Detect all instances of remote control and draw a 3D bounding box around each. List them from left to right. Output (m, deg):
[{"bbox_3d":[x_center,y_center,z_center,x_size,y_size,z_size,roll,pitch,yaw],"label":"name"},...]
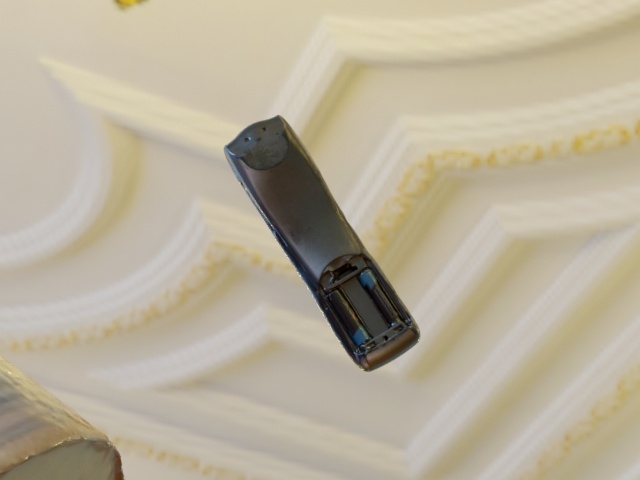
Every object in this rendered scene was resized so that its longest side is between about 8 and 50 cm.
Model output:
[{"bbox_3d":[0.000,0.000,1.250,0.059,0.212,0.028,-32,-14,-5],"label":"remote control"}]

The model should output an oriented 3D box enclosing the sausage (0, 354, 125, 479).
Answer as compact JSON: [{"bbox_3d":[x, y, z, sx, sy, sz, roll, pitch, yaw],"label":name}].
[{"bbox_3d":[-0.275,0.105,0.807,0.287,0.233,0.233,35,-38,16],"label":"sausage"}]
